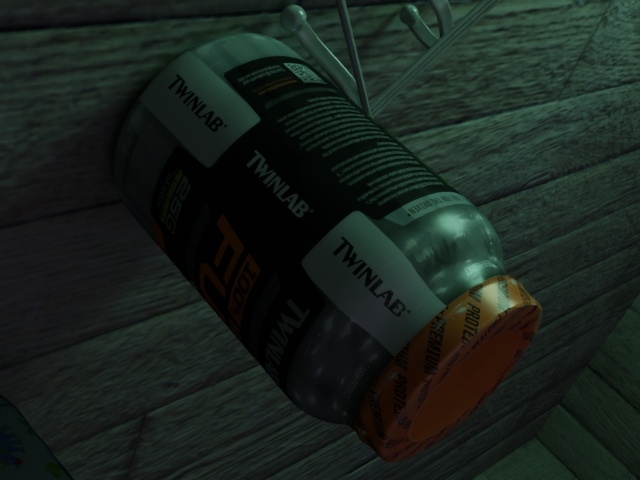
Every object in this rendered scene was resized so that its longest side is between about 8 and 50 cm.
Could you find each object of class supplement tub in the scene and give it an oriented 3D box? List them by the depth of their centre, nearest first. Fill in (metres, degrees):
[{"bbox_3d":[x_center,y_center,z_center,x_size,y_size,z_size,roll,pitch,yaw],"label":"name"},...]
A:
[{"bbox_3d":[0.000,0.000,0.665,0.193,0.316,0.193,-33,149,-22],"label":"supplement tub"}]

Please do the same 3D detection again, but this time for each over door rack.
[{"bbox_3d":[0.084,-0.231,0.665,0.239,0.108,0.324,-44,172,-6],"label":"over door rack"}]

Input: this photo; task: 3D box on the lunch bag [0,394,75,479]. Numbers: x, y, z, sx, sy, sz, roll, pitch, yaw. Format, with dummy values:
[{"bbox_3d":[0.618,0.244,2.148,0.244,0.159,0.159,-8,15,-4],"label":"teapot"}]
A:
[{"bbox_3d":[-0.284,0.206,0.660,0.176,0.219,0.090,-1,123,-54],"label":"lunch bag"}]
